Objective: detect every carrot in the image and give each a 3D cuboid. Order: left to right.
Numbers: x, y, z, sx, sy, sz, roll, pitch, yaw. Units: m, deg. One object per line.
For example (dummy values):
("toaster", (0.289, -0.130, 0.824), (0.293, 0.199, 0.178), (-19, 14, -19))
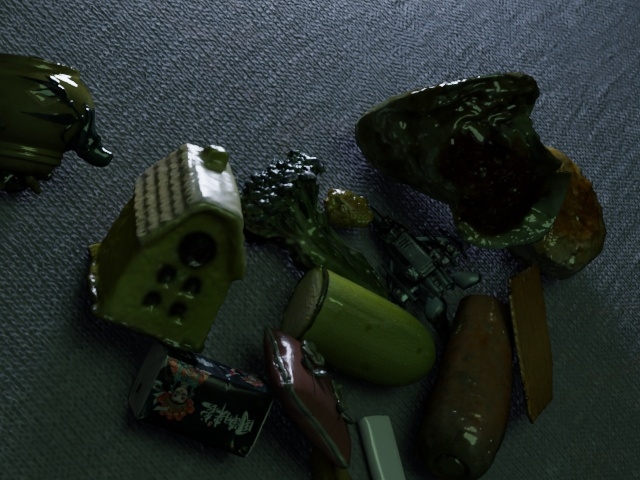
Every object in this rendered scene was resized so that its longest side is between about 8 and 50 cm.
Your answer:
("carrot", (0.236, 0.231, 1.882), (0.139, 0.139, 0.301), (34, 56, -16))

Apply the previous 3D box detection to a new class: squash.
("squash", (0.072, 0.142, 1.821), (0.247, 0.132, 0.132), (26, 53, -22))

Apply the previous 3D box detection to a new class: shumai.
("shumai", (0.237, -0.117, 2.005), (0.330, 0.292, 0.288), (-12, 93, -2))

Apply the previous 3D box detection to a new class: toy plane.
("toy plane", (0.139, 0.010, 1.971), (0.169, 0.078, 0.246), (-40, 83, -9))

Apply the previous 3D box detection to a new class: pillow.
("pillow", (-0.010, 0.214, 1.701), (0.179, 0.075, 0.171), (54, 8, -29))

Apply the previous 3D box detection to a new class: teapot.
("teapot", (-0.411, -0.154, 1.637), (0.270, 0.173, 0.182), (10, 91, -5))

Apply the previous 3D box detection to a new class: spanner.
("spanner", (0.218, 0.180, 1.985), (0.046, 0.012, 0.208), (-9, 72, -40))

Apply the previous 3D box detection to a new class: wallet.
("wallet", (0.095, 0.322, 1.812), (0.061, 0.025, 0.122), (4, 63, -42))

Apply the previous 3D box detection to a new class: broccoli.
("broccoli", (0.002, 0.002, 1.862), (0.304, 0.145, 0.165), (48, 51, -21))

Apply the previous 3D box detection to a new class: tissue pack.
("tissue pack", (-0.159, 0.212, 1.631), (0.170, 0.090, 0.103), (23, 94, -25))

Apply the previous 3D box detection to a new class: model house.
("model house", (-0.193, -0.007, 1.616), (0.175, 0.234, 0.193), (19, 23, -19))

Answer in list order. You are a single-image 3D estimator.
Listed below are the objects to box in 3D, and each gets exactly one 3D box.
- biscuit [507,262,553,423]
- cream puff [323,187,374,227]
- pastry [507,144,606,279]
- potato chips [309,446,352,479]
("biscuit", (0.349, 0.164, 1.994), (0.232, 0.013, 0.236), (-17, 99, -68))
("cream puff", (0.042, -0.046, 1.952), (0.083, 0.058, 0.083), (-14, 69, -40))
("pastry", (0.400, -0.050, 2.174), (0.236, 0.121, 0.257), (35, 48, -20))
("potato chips", (0.106, 0.461, 1.721), (0.407, 0.057, 0.080), (50, 35, -2))
